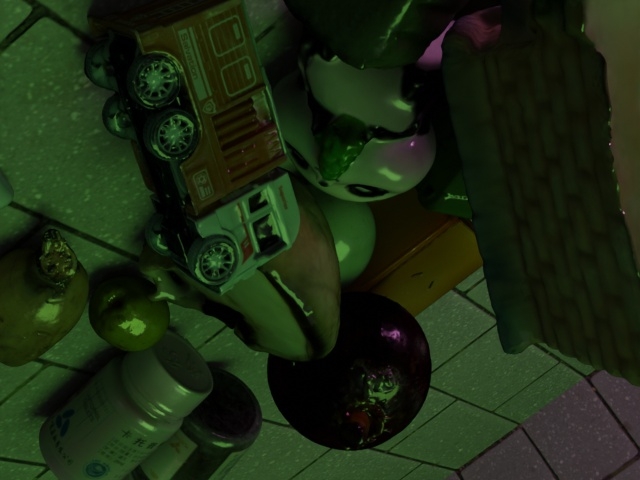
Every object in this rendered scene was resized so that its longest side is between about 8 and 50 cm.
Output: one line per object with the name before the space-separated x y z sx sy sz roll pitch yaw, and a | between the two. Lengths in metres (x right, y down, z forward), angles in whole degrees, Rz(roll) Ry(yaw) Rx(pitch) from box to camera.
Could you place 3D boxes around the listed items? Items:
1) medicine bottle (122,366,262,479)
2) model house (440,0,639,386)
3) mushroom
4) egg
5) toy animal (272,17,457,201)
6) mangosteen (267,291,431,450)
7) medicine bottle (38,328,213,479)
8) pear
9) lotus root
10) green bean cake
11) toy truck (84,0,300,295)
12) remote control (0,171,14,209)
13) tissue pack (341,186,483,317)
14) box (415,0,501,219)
medicine bottle | -0.228 0.351 1.890 0.165 0.165 0.273 -1 141 -44
model house | 0.335 -0.127 1.121 0.445 0.395 0.400 -23 -166 -21
mushroom | -0.069 0.036 1.447 0.292 0.212 0.217 -13 135 43
egg | 0.000 0.000 1.578 0.149 0.149 0.192 -14 152 -31
toy animal | 0.050 -0.162 1.318 0.213 0.212 0.266 -11 138 -34
mangosteen | 0.046 0.202 1.543 0.236 0.261 0.235 -2 123 -3
medicine bottle | -0.293 0.258 1.692 0.254 0.152 0.152 -41 150 18
pear | -0.260 0.099 1.524 0.107 0.107 0.131 -33 166 2
lotus root | -0.354 0.071 1.378 0.221 0.118 0.125 -46 166 30
green bean cake | 0.053 -0.302 1.096 0.227 0.222 0.125 -48 158 24
toy truck | -0.122 -0.107 1.182 0.162 0.136 0.305 -28 119 -23
remote control | -0.408 -0.091 1.135 0.103 0.051 0.293 -29 153 -6
tissue pack | 0.103 0.030 1.737 0.274 0.145 0.194 -37 150 10
box | 0.227 -0.185 1.425 0.178 0.252 0.328 1 137 -32
